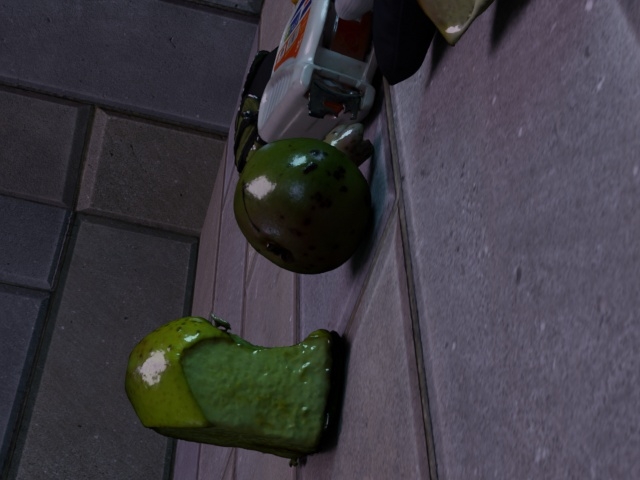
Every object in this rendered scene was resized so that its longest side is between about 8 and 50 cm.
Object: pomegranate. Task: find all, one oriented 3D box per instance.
[{"bbox_3d":[-0.015,-0.055,1.463,0.210,0.179,0.179,-57,-12,-57],"label":"pomegranate"}]

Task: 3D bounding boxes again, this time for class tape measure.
[{"bbox_3d":[0.009,-0.247,1.650,0.258,0.130,0.265,139,147,-69],"label":"tape measure"}]

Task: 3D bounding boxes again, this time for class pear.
[{"bbox_3d":[-0.116,0.184,1.468,0.238,0.255,0.164,118,160,-72],"label":"pear"}]

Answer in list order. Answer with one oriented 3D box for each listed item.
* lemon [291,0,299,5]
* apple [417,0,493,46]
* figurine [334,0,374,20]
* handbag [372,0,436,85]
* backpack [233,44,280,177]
[{"bbox_3d":[-0.002,-0.468,1.915,0.142,0.142,0.187,178,106,-80],"label":"lemon"},{"bbox_3d":[0.149,-0.319,1.004,0.265,0.120,0.193,127,164,-62],"label":"apple"},{"bbox_3d":[0.070,-0.376,1.484,0.184,0.128,0.208,-92,26,-63],"label":"figurine"},{"bbox_3d":[0.108,-0.317,1.233,0.254,0.089,0.211,91,-165,-65],"label":"handbag"},{"bbox_3d":[-0.086,-0.215,2.081,0.207,0.140,0.253,-87,18,-52],"label":"backpack"}]
